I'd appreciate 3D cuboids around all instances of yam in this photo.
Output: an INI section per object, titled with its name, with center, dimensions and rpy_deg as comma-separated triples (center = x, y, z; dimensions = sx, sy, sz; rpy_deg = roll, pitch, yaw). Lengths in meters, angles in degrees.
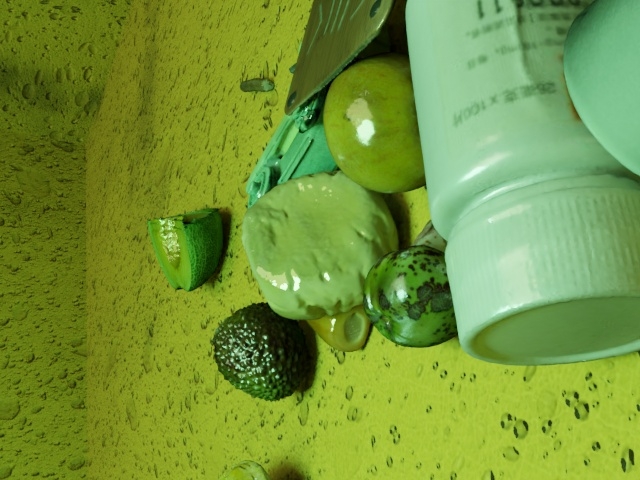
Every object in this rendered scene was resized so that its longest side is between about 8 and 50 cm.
[yam]
center = -0.138, -0.331, 1.653
dimensions = 0.145, 0.032, 0.032
rpy_deg = 20, 99, 64

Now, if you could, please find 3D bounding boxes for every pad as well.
[pad]
center = 0.043, -0.334, 1.033
dimensions = 0.284, 0.018, 0.286
rpy_deg = -30, 43, 57

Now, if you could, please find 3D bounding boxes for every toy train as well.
[toy train]
center = -0.013, -0.171, 1.241
dimensions = 0.369, 0.150, 0.237
rpy_deg = -54, 29, 42

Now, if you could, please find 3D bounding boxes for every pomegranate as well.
[pomegranate]
center = 0.115, 0.046, 0.928
dimensions = 0.138, 0.126, 0.163
rpy_deg = 130, 143, -66

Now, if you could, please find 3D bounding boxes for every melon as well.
[melon]
center = -0.279, 0.020, 1.732
dimensions = 0.265, 0.129, 0.169
rpy_deg = 4, 107, 60

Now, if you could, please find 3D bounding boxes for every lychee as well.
[lychee]
center = -0.091, 0.186, 1.265
dimensions = 0.171, 0.171, 0.171
rpy_deg = -30, 55, 57

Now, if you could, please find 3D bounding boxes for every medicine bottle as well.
[medicine bottle]
center = 0.199, -0.088, 0.712
dimensions = 0.211, 0.211, 0.371
rpy_deg = -41, 46, 52

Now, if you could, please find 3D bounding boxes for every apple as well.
[apple]
center = 0.092, -0.150, 0.988
dimensions = 0.155, 0.183, 0.182
rpy_deg = 1, 83, 60

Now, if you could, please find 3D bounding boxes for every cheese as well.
[cheese]
center = 0.000, 0.000, 1.088
dimensions = 0.117, 0.214, 0.226
rpy_deg = 59, -167, -57

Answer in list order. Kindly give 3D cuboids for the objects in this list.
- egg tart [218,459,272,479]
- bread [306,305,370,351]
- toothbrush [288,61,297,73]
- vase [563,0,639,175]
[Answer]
[egg tart]
center = -0.097, 0.489, 1.212
dimensions = 0.295, 0.116, 0.294
rpy_deg = -33, 51, 54
[bread]
center = -0.002, 0.089, 1.200
dimensions = 0.239, 0.074, 0.092
rpy_deg = -142, 60, -60
[toothbrush]
center = 0.019, -0.344, 1.350
dimensions = 0.297, 0.030, 0.030
rpy_deg = -16, 77, 60
[vase]
center = 0.322, -0.171, 0.509
dimensions = 0.291, 0.245, 0.245
rpy_deg = 126, 144, -58
